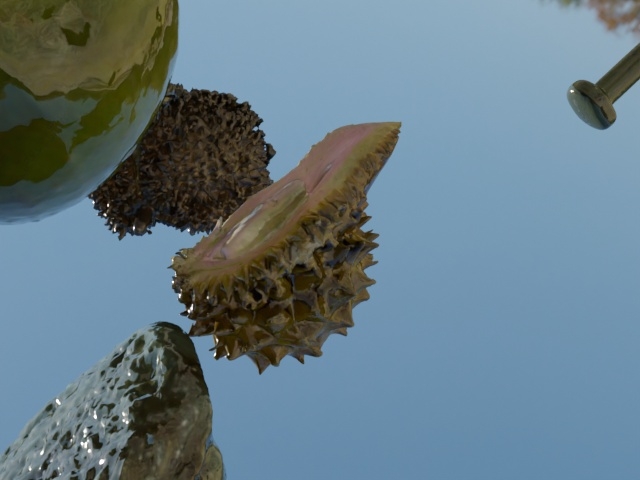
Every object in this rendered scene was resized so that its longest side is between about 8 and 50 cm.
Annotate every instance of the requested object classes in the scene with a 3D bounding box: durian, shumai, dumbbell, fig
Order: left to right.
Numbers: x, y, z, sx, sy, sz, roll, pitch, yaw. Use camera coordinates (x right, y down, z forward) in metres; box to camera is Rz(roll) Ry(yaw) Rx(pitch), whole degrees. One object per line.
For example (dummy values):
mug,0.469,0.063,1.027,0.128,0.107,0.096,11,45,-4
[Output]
fig,-0.231,-0.127,0.914,0.258,0.326,0.258,5,-121,-9
shumai,-0.108,0.247,0.871,0.263,0.304,0.309,41,164,-19
durian,-0.145,-0.068,1.256,0.196,0.196,0.167,-102,-13,-58
durian,0.000,-0.003,0.888,0.140,0.224,0.078,42,166,-21
dumbbell,0.273,-0.151,1.114,0.052,0.118,0.046,52,170,-28
